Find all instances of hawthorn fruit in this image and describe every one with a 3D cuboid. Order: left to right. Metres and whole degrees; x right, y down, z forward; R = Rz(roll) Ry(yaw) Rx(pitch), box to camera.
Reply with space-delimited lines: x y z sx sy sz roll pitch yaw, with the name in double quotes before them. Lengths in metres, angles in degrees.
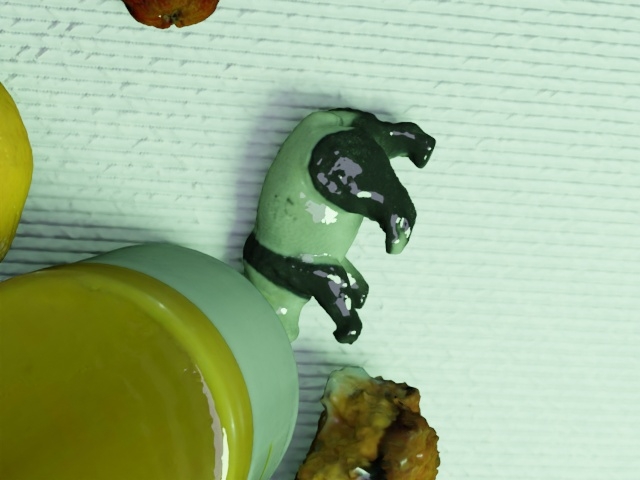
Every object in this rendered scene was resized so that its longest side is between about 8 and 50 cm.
"hawthorn fruit" -0.115 -0.208 1.227 0.093 0.093 0.093 -3 106 -12

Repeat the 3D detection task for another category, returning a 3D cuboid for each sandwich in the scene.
"sandwich" 0.020 0.252 1.333 0.162 0.250 0.301 4 94 29

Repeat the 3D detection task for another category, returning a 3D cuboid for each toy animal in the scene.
"toy animal" 0.000 0.000 1.302 0.121 0.094 0.225 22 111 -6

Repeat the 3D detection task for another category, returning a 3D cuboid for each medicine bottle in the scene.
"medicine bottle" -0.151 0.129 1.194 0.238 0.232 0.237 1 95 12

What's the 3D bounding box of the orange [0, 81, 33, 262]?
"orange" -0.315 -0.052 1.156 0.193 0.219 0.219 -28 116 40
